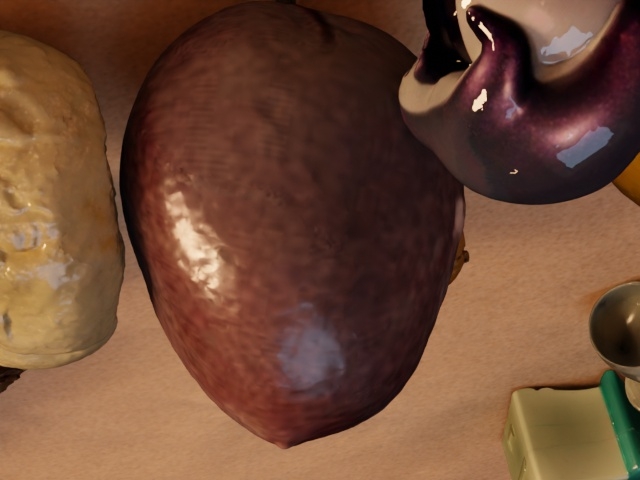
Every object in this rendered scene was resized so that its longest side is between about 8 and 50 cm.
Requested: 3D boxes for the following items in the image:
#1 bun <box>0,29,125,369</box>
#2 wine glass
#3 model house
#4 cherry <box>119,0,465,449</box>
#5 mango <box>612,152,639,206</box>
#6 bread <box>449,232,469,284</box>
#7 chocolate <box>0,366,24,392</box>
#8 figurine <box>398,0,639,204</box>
[{"bbox_3d":[-0.164,-0.017,0.811,0.111,0.164,0.188,-8,150,-13],"label":"bun"},{"bbox_3d":[0.267,0.094,1.275,0.073,0.073,0.155,-19,152,10],"label":"wine glass"},{"bbox_3d":[0.248,0.189,1.396,0.149,0.100,0.127,-8,151,-4],"label":"model house"},{"bbox_3d":[-0.014,-0.020,0.827,0.183,0.266,0.213,-3,166,15],"label":"cherry"},{"bbox_3d":[0.351,-0.109,0.780,0.445,0.220,0.301,-21,180,1],"label":"mango"},{"bbox_3d":[0.000,0.000,1.000,0.189,0.077,0.114,-4,129,-14],"label":"bread"},{"bbox_3d":[-0.340,0.163,1.159,0.329,0.065,0.102,-36,162,36],"label":"chocolate"},{"bbox_3d":[0.123,-0.120,0.703,0.145,0.145,0.222,21,104,-45],"label":"figurine"}]
